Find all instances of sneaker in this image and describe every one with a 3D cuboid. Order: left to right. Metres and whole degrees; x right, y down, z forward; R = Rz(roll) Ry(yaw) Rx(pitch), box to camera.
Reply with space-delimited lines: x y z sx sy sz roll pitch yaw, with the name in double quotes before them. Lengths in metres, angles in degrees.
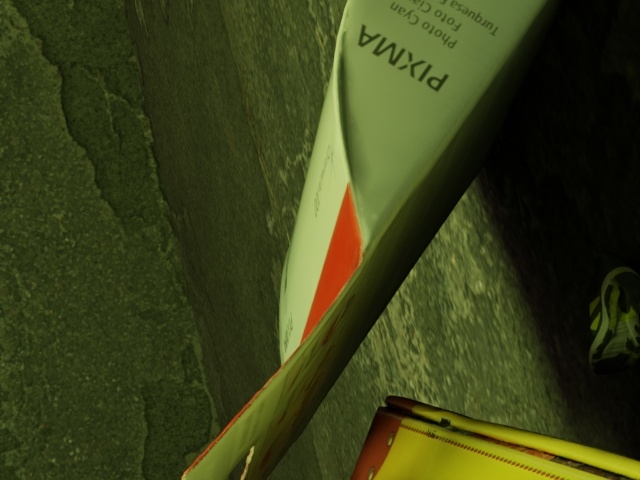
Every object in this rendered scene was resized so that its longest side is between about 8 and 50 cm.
"sneaker" 0.172 0.042 0.816 0.035 0.031 0.083 -100 9 -52

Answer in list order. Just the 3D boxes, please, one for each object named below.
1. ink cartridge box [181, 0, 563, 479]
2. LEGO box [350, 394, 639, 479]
"ink cartridge box" 0.000 0.000 0.786 0.091 0.385 0.308 34 155 8
"LEGO box" 0.113 0.286 0.586 0.500 0.193 0.372 174 118 -76
